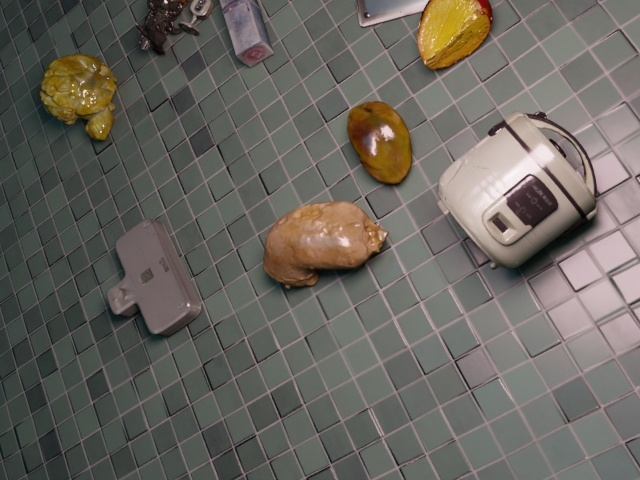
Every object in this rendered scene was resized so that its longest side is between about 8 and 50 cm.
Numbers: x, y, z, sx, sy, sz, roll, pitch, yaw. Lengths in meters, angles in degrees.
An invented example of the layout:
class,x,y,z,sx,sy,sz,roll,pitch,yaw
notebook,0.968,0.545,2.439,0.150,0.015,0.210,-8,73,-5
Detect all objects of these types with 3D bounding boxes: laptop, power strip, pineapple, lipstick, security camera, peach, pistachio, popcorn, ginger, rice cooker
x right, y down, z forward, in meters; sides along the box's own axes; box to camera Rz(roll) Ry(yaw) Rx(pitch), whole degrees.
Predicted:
class,x,y,z,sx,sy,sz,roll,pitch,yaw
laptop,0.149,-0.595,1.468,0.188,0.015,0.268,-8,92,24
power strip,-0.398,0.100,1.616,0.194,0.059,0.264,-34,67,12
pineapple,-0.371,-0.560,1.696,0.111,0.119,0.237,22,92,41
lipstick,-0.185,-0.543,1.623,0.076,0.077,0.289,-24,70,21
security camera,-0.296,-0.543,1.693,0.058,0.058,0.092,23,87,28
peach,0.260,-0.410,1.373,0.127,0.092,0.172,34,108,32
pistachio,0.119,-0.202,1.396,0.110,0.100,0.189,-29,68,23
popcorn,-0.584,-0.348,1.737,0.198,0.212,0.198,-23,28,13
ginger,0.000,0.000,1.401,0.267,0.152,0.137,-18,43,27
rice cooker,0.339,-0.085,1.203,0.244,0.226,0.226,-40,66,12
